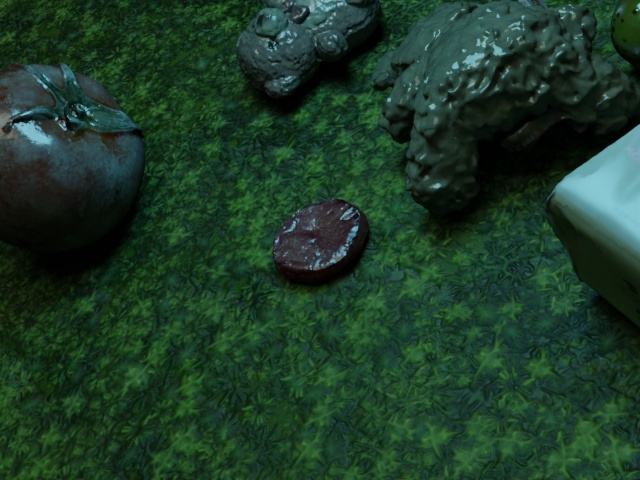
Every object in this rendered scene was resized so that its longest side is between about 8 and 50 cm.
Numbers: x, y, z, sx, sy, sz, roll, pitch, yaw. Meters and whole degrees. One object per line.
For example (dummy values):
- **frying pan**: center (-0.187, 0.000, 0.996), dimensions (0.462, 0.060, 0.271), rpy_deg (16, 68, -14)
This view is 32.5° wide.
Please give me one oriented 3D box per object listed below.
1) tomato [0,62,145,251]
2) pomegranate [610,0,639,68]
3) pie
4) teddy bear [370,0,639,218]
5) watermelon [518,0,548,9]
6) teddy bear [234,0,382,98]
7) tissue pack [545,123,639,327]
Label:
- **tomato**: center (-0.444, -0.135, 1.784), dimensions (0.282, 0.316, 0.317), rpy_deg (-47, 33, 33)
- **pomegranate**: center (0.495, -0.305, 1.555), dimensions (0.159, 0.129, 0.129), rpy_deg (11, 56, 27)
- **pie**: center (0.000, 0.000, 1.609), dimensions (0.154, 0.036, 0.154), rpy_deg (-15, 45, 16)
- **teddy bear**: center (0.238, -0.243, 1.620), dimensions (0.357, 0.224, 0.367), rpy_deg (-28, 28, 5)
- **watermelon**: center (0.332, -0.359, 1.741), dimensions (0.085, 0.061, 0.085), rpy_deg (-21, 34, 15)
- **teddy bear**: center (-0.026, -0.369, 1.888), dimensions (0.267, 0.151, 0.236), rpy_deg (-30, 49, -7)
- **tissue pack**: center (0.508, 0.010, 1.192), dimensions (0.331, 0.205, 0.405), rpy_deg (-37, 44, -6)
